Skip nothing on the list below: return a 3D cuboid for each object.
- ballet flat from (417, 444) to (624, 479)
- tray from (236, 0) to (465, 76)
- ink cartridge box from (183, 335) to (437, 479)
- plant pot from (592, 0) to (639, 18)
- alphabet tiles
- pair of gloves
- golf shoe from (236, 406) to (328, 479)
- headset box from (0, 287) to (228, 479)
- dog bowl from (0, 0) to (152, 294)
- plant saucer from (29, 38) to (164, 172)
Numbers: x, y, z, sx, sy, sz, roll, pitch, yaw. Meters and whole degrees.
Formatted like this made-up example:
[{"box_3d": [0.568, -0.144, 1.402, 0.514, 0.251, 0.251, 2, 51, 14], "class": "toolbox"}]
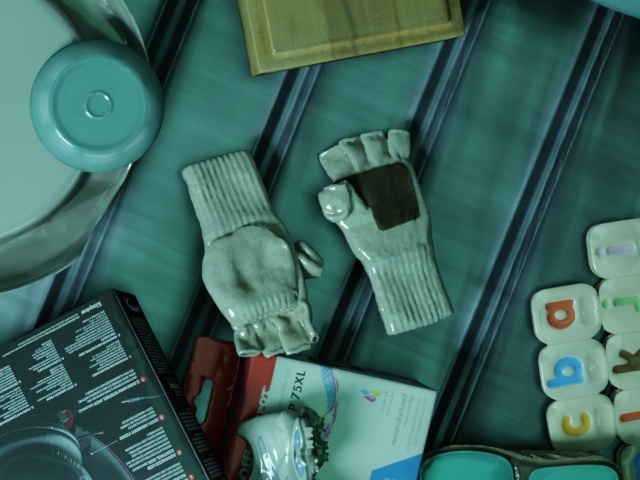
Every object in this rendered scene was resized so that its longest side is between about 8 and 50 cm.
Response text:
[{"box_3d": [0.193, 0.237, 1.566, 0.206, 0.067, 0.073, 5, 89, 0], "class": "ballet flat"}, {"box_3d": [-0.002, -0.377, 1.500, 0.202, 0.076, 0.411, -11, 96, -9], "class": "tray"}, {"box_3d": [-0.019, 0.179, 1.523, 0.231, 0.078, 0.134, 13, 91, -10], "class": "ink cartridge box"}, {"box_3d": [0.288, -0.338, 1.467, 0.255, 0.271, 0.272, 13, 91, 4], "class": "plant pot"}, {"box_3d": [0.355, 0.114, 1.613, 0.278, 0.021, 0.284, -9, 95, -9], "class": "alphabet tiles"}, {"box_3d": [0.000, 0.000, 1.504, 0.240, 0.042, 0.204, -9, 76, -19], "class": "pair of gloves"}, {"box_3d": [-0.035, 0.242, 1.464, 0.086, 0.069, 0.176, -3, 94, 12], "class": "golf shoe"}, {"box_3d": [-0.207, 0.223, 1.432, 0.218, 0.110, 0.293, -28, 83, 2], "class": "headset box"}, {"box_3d": [-0.328, -0.122, 1.443, 0.348, 0.102, 0.349, 0, 93, -9], "class": "dog bowl"}, {"box_3d": [-0.197, -0.119, 1.404, 0.119, 0.021, 0.119, 0, 93, -9], "class": "plant saucer"}]
